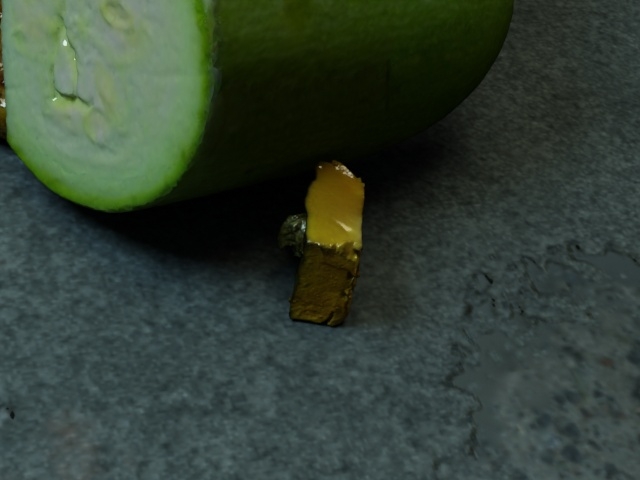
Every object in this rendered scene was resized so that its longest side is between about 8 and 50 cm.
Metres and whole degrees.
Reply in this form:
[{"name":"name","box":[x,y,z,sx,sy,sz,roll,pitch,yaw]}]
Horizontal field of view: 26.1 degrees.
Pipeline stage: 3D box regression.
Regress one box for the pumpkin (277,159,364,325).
[{"name":"pumpkin","box":[0.000,0.000,0.855,0.053,0.074,0.083,10,42,-1]}]

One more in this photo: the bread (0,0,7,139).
[{"name":"bread","box":[-0.190,-0.134,0.970,0.193,0.064,0.193,8,48,-8]}]

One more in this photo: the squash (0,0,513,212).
[{"name":"squash","box":[-0.023,-0.157,0.901,0.210,0.234,0.309,17,25,38]}]
